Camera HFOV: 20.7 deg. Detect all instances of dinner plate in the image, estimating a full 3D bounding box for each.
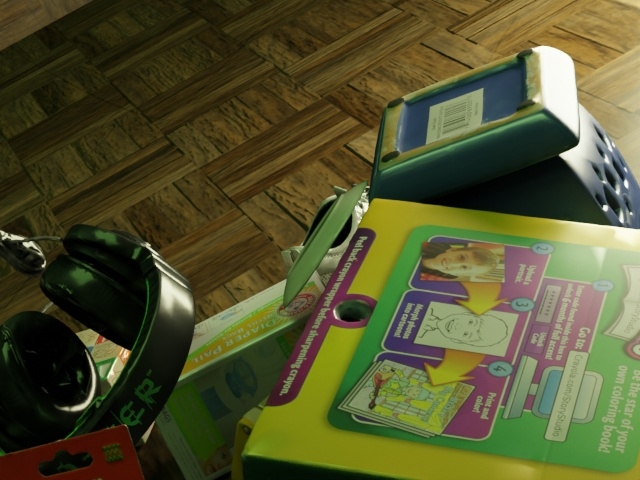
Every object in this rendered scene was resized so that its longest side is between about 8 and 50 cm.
[{"bbox_3d":[0.000,0.000,1.618,0.141,0.017,0.141,-56,3,4],"label":"dinner plate"}]

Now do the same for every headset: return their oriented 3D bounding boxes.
[{"bbox_3d":[-0.256,0.075,1.646,0.243,0.185,0.394,-48,28,5],"label":"headset"}]

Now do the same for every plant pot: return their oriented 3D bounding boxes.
[{"bbox_3d":[0.170,-0.039,1.660,0.236,0.212,0.236,-19,24,16],"label":"plant pot"}]

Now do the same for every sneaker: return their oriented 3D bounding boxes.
[{"bbox_3d":[0.057,-0.020,1.859,0.105,0.115,0.281,-8,29,37],"label":"sneaker"}]

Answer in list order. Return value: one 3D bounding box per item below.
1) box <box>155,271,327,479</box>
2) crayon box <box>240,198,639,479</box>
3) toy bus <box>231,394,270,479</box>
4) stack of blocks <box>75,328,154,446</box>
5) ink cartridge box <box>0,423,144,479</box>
[{"bbox_3d":[-0.063,0.129,1.675,0.203,0.114,0.103,-26,22,-3],"label":"box"},{"bbox_3d":[0.144,0.115,1.368,0.313,0.106,0.363,8,34,15],"label":"crayon box"},{"bbox_3d":[0.025,0.199,1.443,0.191,0.104,0.202,0,36,-11],"label":"toy bus"},{"bbox_3d":[-0.318,0.194,1.840,0.297,0.087,0.171,-18,25,19],"label":"stack of blocks"},{"bbox_3d":[-0.201,0.258,1.471,0.145,0.179,0.045,-16,5,23],"label":"ink cartridge box"}]
